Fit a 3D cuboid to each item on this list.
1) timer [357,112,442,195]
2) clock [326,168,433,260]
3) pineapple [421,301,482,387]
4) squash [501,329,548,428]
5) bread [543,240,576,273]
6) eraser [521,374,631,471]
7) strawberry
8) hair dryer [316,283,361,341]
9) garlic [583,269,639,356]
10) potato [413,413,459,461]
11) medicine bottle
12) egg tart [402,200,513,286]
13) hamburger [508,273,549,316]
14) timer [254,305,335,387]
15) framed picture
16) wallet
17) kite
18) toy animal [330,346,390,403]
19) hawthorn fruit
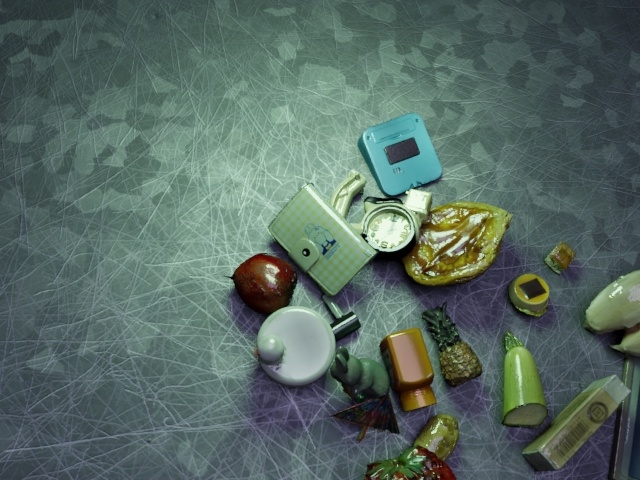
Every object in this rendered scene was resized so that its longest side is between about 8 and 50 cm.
[{"bbox_3d":[0.272,-0.290,2.081,0.231,0.091,0.250,-21,85,-14],"label":"timer"},{"bbox_3d":[0.146,-0.086,1.926,0.378,0.120,0.277,19,69,18],"label":"clock"},{"bbox_3d":[0.392,0.314,1.833,0.128,0.128,0.248,-18,68,-12],"label":"pineapple"},{"bbox_3d":[0.614,0.410,1.815,0.137,0.137,0.288,8,67,-3],"label":"squash"},{"bbox_3d":[0.794,0.056,1.991,0.070,0.077,0.083,39,69,12],"label":"bread"},{"bbox_3d":[0.751,0.536,1.772,0.343,0.144,0.078,-37,76,-16],"label":"eraser"},{"bbox_3d":[0.253,0.713,1.604,0.250,0.238,0.289,-19,94,24],"label":"strawberry"},{"bbox_3d":[0.034,0.212,1.872,0.100,0.057,0.198,-27,66,-15],"label":"hair dryer"},{"bbox_3d":[1.014,0.221,1.897,0.313,0.249,0.286,-26,103,-26],"label":"garlic"},{"bbox_3d":[0.338,0.580,1.746,0.107,0.080,0.170,38,71,21],"label":"potato"},{"bbox_3d":[0.260,0.382,1.772,0.111,0.149,0.222,-12,72,-10],"label":"medicine bottle"},{"bbox_3d":[0.420,0.020,1.910,0.339,0.153,0.352,6,51,30],"label":"egg tart"},{"bbox_3d":[0.671,0.176,1.932,0.126,0.081,0.141,-35,65,-19],"label":"hamburger"},{"bbox_3d":[-0.073,0.300,1.718,0.233,0.240,0.234,1,70,-4],"label":"timer"},{"bbox_3d":[1.076,0.565,1.857,0.325,0.028,0.446,19,69,1],"label":"framed picture"},{"bbox_3d":[0.000,0.000,1.858,0.223,0.077,0.309,-46,76,14],"label":"wallet"},{"bbox_3d":[0.139,0.504,1.727,0.241,0.014,0.183,16,109,-21],"label":"kite"},{"bbox_3d":[0.094,0.374,1.720,0.125,0.251,0.127,-40,36,8],"label":"toy animal"},{"bbox_3d":[-0.188,0.126,1.816,0.235,0.181,0.181,10,68,9],"label":"hawthorn fruit"}]
